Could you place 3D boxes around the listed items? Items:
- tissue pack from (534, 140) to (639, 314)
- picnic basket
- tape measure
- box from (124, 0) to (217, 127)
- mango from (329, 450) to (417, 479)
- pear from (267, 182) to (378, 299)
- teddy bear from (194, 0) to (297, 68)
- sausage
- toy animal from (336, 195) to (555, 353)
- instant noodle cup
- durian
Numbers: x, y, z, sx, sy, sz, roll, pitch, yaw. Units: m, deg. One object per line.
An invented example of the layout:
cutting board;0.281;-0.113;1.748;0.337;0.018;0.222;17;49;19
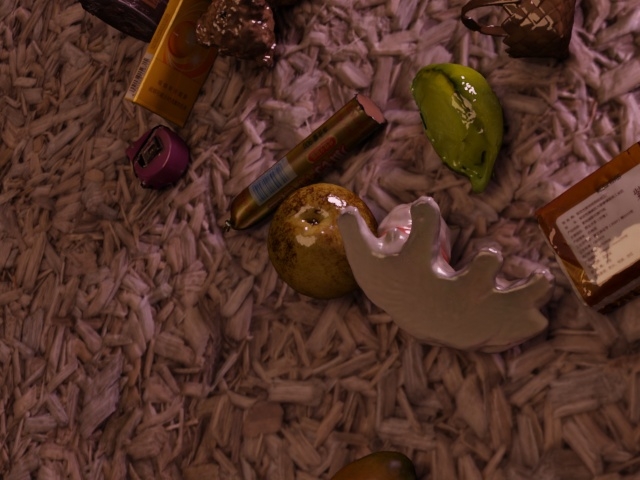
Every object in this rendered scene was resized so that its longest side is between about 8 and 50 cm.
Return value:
tissue pack;0.445;-0.025;1.554;0.226;0.092;0.183;-37;56;22
picnic basket;0.316;-0.365;1.740;0.178;0.128;0.138;4;74;27
tape measure;-0.329;-0.166;2.174;0.125;0.074;0.118;-43;55;19
box;-0.277;-0.376;2.161;0.043;0.152;0.269;25;91;36
mango;0.062;0.423;1.659;0.151;0.120;0.221;15;76;35
pear;0.000;0.000;1.809;0.197;0.197;0.197;-13;67;32
teddy bear;-0.140;-0.514;2.065;0.223;0.246;0.296;-104;30;-48
sausage;-0.046;-0.127;1.955;0.371;0.082;0.082;-39;56;20
toy animal;0.216;0.048;1.678;0.307;0.188;0.266;-12;88;21
instant noodle cup;-0.377;-0.554;2.269;0.217;0.217;0.207;20;80;39
durian;0.232;-0.202;1.769;0.250;0.101;0.139;59;145;34
